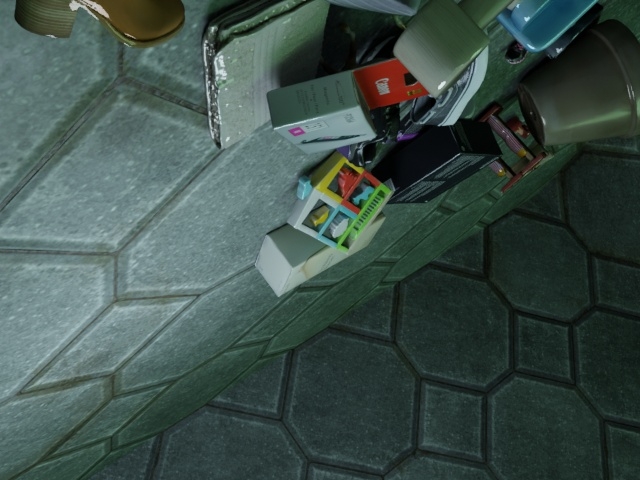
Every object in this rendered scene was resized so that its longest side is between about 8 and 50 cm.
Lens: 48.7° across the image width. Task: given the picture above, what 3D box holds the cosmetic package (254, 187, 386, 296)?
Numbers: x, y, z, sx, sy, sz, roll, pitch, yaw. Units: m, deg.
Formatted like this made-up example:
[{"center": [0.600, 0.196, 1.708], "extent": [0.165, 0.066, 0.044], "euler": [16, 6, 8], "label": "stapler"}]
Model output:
[{"center": [0.000, 0.000, 1.787], "extent": [0.309, 0.113, 0.160], "euler": [-30, 163, -29], "label": "cosmetic package"}]

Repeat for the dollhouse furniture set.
[{"center": [0.556, -0.272, 2.099], "extent": [0.152, 0.201, 0.374], "euler": [-44, 170, 21], "label": "dollhouse furniture set"}]

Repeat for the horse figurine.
[{"center": [0.098, -0.288, 1.144], "extent": [0.263, 0.066, 0.174], "euler": [-18, 147, 3], "label": "horse figurine"}]

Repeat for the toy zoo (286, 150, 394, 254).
[{"center": [0.040, -0.085, 1.586], "extent": [0.192, 0.030, 0.293], "euler": [-54, 146, 5], "label": "toy zoo"}]

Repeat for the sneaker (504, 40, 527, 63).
[{"center": [0.473, -0.460, 1.634], "extent": [0.119, 0.047, 0.057], "euler": [-43, 159, -8], "label": "sneaker"}]

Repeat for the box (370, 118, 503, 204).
[{"center": [0.282, -0.188, 1.733], "extent": [0.184, 0.103, 0.261], "euler": [-1, 157, -44], "label": "box"}]

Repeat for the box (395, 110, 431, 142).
[{"center": [0.244, -0.294, 1.626], "extent": [0.116, 0.029, 0.162], "euler": [-18, 157, -52], "label": "box"}]

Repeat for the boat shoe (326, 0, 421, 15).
[{"center": [0.040, -0.346, 0.818], "extent": [0.335, 0.121, 0.119], "euler": [-4, 106, -64], "label": "boat shoe"}]

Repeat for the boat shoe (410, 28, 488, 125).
[{"center": [0.246, -0.327, 1.410], "extent": [0.102, 0.108, 0.301], "euler": [-8, 160, -11], "label": "boat shoe"}]

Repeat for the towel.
[{"center": [-0.077, -0.245, 1.008], "extent": [0.187, 0.049, 0.282], "euler": [-32, 164, -17], "label": "towel"}]

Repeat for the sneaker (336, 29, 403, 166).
[{"center": [0.117, -0.249, 1.285], "extent": [0.107, 0.124, 0.283], "euler": [-25, 161, -39], "label": "sneaker"}]

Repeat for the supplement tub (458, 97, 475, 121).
[{"center": [0.335, -0.306, 1.717], "extent": [0.071, 0.071, 0.107], "euler": [-36, 165, -4], "label": "supplement tub"}]

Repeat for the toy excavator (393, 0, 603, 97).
[{"center": [0.289, -0.371, 0.946], "extent": [0.433, 0.222, 0.445], "euler": [-43, 177, 14], "label": "toy excavator"}]

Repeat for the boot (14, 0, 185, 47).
[{"center": [-0.183, -0.264, 0.670], "extent": [0.197, 0.073, 0.152], "euler": [-23, 155, -50], "label": "boot"}]

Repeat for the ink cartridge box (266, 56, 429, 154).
[{"center": [0.064, -0.204, 1.089], "extent": [0.238, 0.060, 0.275], "euler": [-12, 177, 9], "label": "ink cartridge box"}]

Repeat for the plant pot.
[{"center": [0.706, -0.394, 1.928], "extent": [0.280, 0.323, 0.323], "euler": [-22, 166, 6], "label": "plant pot"}]
